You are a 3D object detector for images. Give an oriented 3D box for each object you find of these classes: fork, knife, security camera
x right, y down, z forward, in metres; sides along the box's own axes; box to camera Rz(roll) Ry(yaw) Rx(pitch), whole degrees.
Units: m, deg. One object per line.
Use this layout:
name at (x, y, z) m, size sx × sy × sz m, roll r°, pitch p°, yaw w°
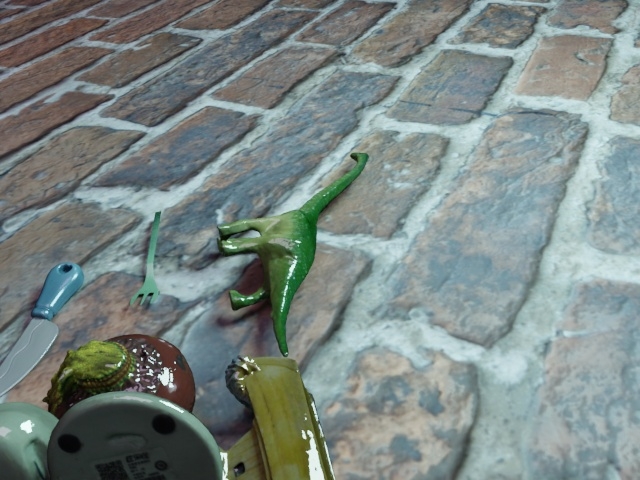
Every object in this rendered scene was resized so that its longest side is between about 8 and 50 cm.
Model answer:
fork at (-0.260, 0.028, 0.952) m, size 0.039 × 0.021 × 0.235 m, roll -4°, pitch 36°, yaw -4°
knife at (-0.388, 0.123, 0.843) m, size 0.058 × 0.032 × 0.244 m, roll 6°, pitch 43°, yaw 2°
security camera at (-0.234, 0.211, 0.578) m, size 0.302 × 0.157 × 0.080 m, roll -13°, pitch 20°, yaw 9°

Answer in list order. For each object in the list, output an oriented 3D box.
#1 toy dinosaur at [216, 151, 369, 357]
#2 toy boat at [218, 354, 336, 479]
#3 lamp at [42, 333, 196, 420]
toy dinosaur at (0.000, 0.000, 0.916) m, size 0.301 × 0.087 × 0.447 m, roll -8°, pitch 39°, yaw -15°
toy boat at (-0.044, 0.247, 0.589) m, size 0.122 × 0.089 × 0.321 m, roll -16°, pitch 40°, yaw -4°
lamp at (-0.219, 0.166, 0.673) m, size 0.157 × 0.134 × 0.156 m, roll -28°, pitch 44°, yaw -29°
